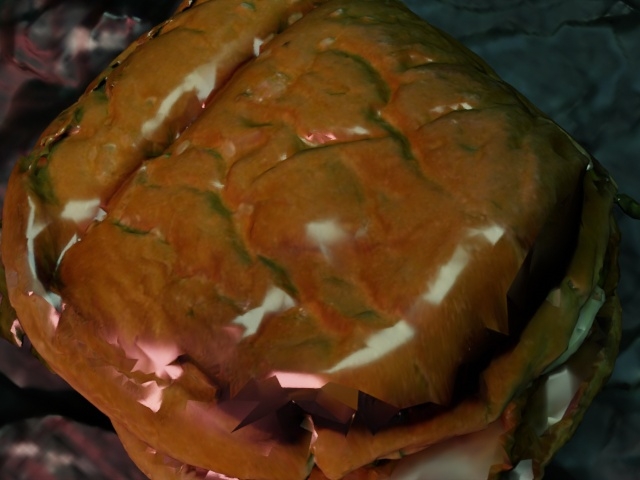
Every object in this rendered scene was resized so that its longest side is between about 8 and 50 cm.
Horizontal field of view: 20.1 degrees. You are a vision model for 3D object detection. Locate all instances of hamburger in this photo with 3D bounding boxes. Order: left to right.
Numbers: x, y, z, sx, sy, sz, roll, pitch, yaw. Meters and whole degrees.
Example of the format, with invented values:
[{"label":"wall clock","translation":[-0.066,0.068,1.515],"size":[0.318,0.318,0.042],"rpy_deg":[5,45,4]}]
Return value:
[{"label":"hamburger","translation":[0.000,0.000,0.590],"size":[0.206,0.130,0.183],"rpy_deg":[39,72,18]}]
